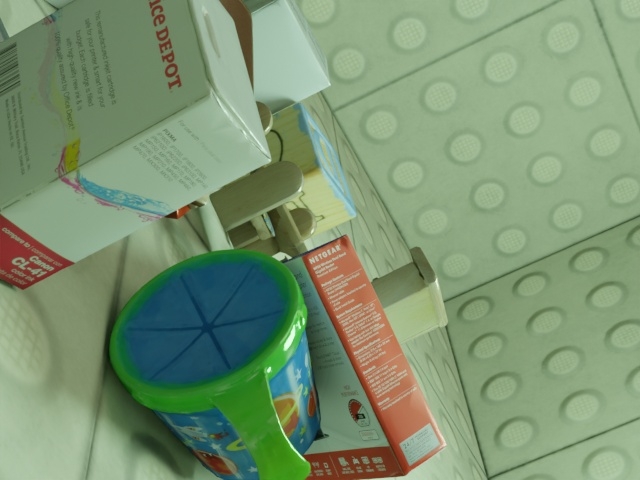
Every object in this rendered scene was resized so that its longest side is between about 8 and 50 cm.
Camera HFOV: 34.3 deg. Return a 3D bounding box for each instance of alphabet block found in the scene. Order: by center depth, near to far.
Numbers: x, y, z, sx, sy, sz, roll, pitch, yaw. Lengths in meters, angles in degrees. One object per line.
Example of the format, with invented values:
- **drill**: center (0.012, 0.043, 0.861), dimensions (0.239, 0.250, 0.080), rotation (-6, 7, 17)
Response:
- **alphabet block**: center (-0.069, -0.119, 2.046), dimensions (0.193, 0.197, 0.192), rotation (51, 17, -51)

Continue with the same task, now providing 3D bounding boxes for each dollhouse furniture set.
- **dollhouse furniture set**: center (0.000, 0.000, 1.692), dimensions (0.362, 0.257, 0.394), rotation (67, -4, -60)

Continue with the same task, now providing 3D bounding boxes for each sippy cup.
- **sippy cup**: center (-0.106, 0.167, 1.256), dimensions (0.305, 0.240, 0.224), rotation (-75, 154, -44)

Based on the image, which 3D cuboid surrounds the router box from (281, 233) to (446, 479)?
- **router box**: center (-0.017, 0.177, 1.411), dimensions (0.082, 0.335, 0.301), rotation (-26, 91, -34)

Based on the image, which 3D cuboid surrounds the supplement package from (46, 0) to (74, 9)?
- **supplement package**: center (-0.358, -0.504, 1.597), dimensions (0.292, 0.175, 0.177), rotation (67, 12, 13)

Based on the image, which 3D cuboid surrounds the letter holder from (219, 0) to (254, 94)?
- **letter holder**: center (-0.221, -0.312, 1.690), dimensions (0.302, 0.152, 0.214), rotation (6, 85, -77)

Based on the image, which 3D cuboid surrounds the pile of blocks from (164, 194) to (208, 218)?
- **pile of blocks**: center (-0.283, -0.114, 1.339), dimensions (0.362, 0.149, 0.112), rotation (40, 60, -50)

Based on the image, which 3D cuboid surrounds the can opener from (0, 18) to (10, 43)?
- **can opener**: center (-0.428, -0.283, 1.135), dimensions (0.095, 0.076, 0.283), rotation (-26, 92, -47)

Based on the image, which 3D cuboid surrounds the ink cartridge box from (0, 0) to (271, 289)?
- **ink cartridge box**: center (-0.226, -0.121, 1.044), dimensions (0.131, 0.306, 0.226), rotation (50, 19, -53)

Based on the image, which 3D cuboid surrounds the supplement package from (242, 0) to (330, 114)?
- **supplement package**: center (-0.142, -0.356, 2.046), dimensions (0.204, 0.262, 0.145), rotation (59, 13, -28)
